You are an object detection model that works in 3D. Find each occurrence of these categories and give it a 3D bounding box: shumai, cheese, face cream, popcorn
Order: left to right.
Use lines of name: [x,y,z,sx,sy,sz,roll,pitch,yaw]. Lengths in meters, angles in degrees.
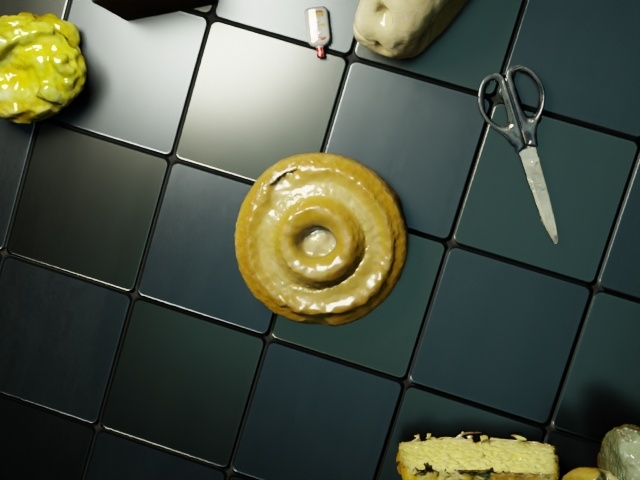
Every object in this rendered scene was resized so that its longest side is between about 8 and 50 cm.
popcorn: [-0.490,-0.293,1.526,0.197,0.155,0.198,-2,110,-5]
face cream: [-0.004,-0.348,1.523,0.040,0.021,0.083,-6,94,8]
cheese: [0.149,-0.380,1.412,0.117,0.218,0.235,42,119,6]
shumai: [0.545,0.378,1.381,0.203,0.272,0.222,-9,95,7]

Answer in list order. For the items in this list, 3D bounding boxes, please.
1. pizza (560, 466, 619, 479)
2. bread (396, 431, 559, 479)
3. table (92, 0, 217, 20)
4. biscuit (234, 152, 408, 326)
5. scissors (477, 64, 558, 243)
pizza: [0.402,0.461,1.416,0.087,0.268,0.258,-5,89,-5]
bread: [0.255,0.402,1.480,0.260,0.160,0.147,1,100,1]
table: [-0.278,-0.481,1.473,0.172,0.169,0.193,-9,92,7]
biscuit: [0.000,0.000,1.510,0.296,0.102,0.296,1,96,5]
scissors: [0.345,-0.137,1.496,0.109,0.022,0.300,-18,93,11]
